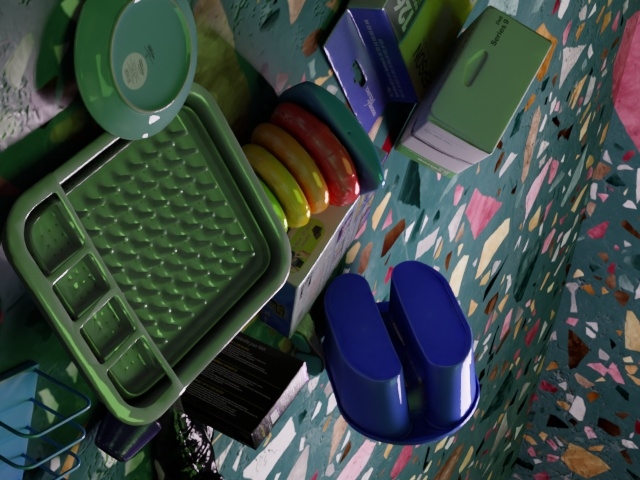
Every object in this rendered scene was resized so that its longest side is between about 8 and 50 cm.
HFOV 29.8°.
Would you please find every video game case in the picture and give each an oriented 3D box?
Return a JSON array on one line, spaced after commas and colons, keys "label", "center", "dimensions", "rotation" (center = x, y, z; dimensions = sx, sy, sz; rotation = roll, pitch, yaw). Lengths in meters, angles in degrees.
[{"label": "video game case", "center": [0.000, 0.000, 1.790], "dimensions": [0.244, 0.061, 0.269], "rotation": [-56, 172, -19]}]

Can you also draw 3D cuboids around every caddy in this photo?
[{"label": "caddy", "center": [0.130, 0.194, 2.033], "dimensions": [0.241, 0.341, 0.179], "rotation": [-12, 129, -7]}]

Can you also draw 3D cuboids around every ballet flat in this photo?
[{"label": "ballet flat", "center": [-0.018, 0.171, 2.016], "dimensions": [0.168, 0.057, 0.052], "rotation": [74, 36, -57]}]

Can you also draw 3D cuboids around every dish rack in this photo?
[{"label": "dish rack", "center": [-0.192, 0.009, 1.339], "dimensions": [0.333, 0.072, 0.285], "rotation": [-46, 117, -39]}]

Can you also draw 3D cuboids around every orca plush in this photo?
[{"label": "orca plush", "center": [-0.171, 0.313, 1.759], "dimensions": [0.151, 0.102, 0.287], "rotation": [-40, 146, -46]}]

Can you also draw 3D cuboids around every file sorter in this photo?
[{"label": "file sorter", "center": [-0.335, 0.245, 1.339], "dimensions": [0.118, 0.104, 0.170], "rotation": [-26, 135, -56]}]

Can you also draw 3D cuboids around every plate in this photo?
[{"label": "plate", "center": [-0.185, -0.199, 1.269], "dimensions": [0.188, 0.024, 0.188], "rotation": [-22, 117, -53]}]

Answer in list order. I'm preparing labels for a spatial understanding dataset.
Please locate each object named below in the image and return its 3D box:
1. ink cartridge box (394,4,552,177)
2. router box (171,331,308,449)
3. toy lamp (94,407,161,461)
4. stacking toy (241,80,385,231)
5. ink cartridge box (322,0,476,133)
[{"label": "ink cartridge box", "center": [0.238, -0.230, 1.942], "dimensions": [0.211, 0.121, 0.289], "rotation": [-61, -176, -6]}, {"label": "router box", "center": [-0.126, 0.190, 1.637], "dimensions": [0.133, 0.179, 0.046], "rotation": [-51, 151, -31]}, {"label": "toy lamp", "center": [-0.201, 0.163, 1.582], "dimensions": [0.274, 0.080, 0.080], "rotation": [-59, 156, -18]}, {"label": "stacking toy", "center": [-0.082, -0.053, 1.562], "dimensions": [0.302, 0.175, 0.166], "rotation": [-40, -171, -16]}, {"label": "ink cartridge box", "center": [0.134, -0.340, 1.826], "dimensions": [0.307, 0.072, 0.303], "rotation": [-63, 158, -12]}]
